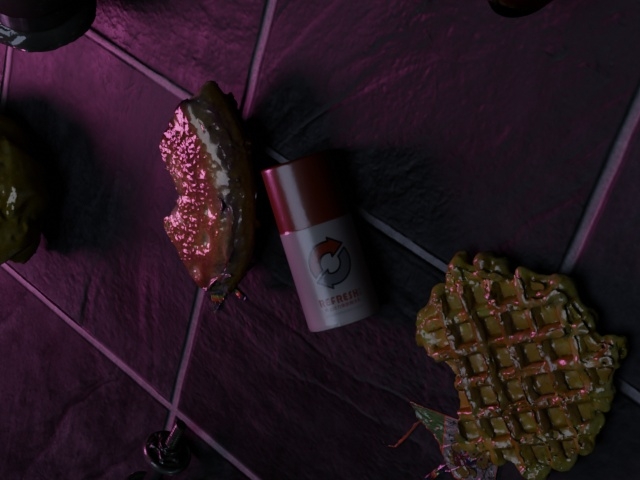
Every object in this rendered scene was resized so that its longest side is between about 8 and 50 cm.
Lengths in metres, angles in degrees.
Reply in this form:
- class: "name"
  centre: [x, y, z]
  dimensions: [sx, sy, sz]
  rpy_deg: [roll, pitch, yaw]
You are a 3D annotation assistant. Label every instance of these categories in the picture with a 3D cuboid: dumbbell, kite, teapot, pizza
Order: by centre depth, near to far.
- class: "kite"
  centre: [0.150, 0.298, 1.497]
  dimensions: [0.244, 0.006, 0.198]
  rpy_deg: [-43, 75, 41]
- class: "pizza"
  centre: [-0.143, -0.070, 1.574]
  dimensions: [0.161, 0.085, 0.305]
  rpy_deg: [20, 122, 40]
- class: "teapot"
  centre: [-0.423, -0.412, 1.598]
  dimensions: [0.305, 0.223, 0.285]
  rpy_deg: [52, 158, 18]
- class: "kite"
  centre: [-0.138, 0.056, 1.669]
  dimensions: [0.090, 0.004, 0.122]
  rpy_deg: [47, 130, 19]
- class: "dumbbell"
  centre: [-0.261, 0.368, 1.835]
  dimensions: [0.081, 0.081, 0.254]
  rpy_deg: [45, 129, 21]

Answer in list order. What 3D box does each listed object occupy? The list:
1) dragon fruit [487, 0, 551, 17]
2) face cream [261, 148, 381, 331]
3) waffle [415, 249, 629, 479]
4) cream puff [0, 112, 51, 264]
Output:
- class: "dragon fruit"
  centre: [0.192, -0.323, 1.145]
  dimensions: [0.160, 0.166, 0.172]
  rpy_deg: [71, -173, -59]
- class: "face cream"
  centre: [0.000, 0.000, 1.464]
  dimensions: [0.096, 0.096, 0.214]
  rpy_deg: [-14, 95, 43]
- class: "waffle"
  centre: [0.221, 0.143, 1.351]
  dimensions: [0.291, 0.051, 0.291]
  rpy_deg: [16, 116, 36]
- class: "cream puff"
  centre: [-0.608, -0.086, 1.860]
  dimensions: [0.323, 0.269, 0.274]
  rpy_deg: [18, 111, 34]
